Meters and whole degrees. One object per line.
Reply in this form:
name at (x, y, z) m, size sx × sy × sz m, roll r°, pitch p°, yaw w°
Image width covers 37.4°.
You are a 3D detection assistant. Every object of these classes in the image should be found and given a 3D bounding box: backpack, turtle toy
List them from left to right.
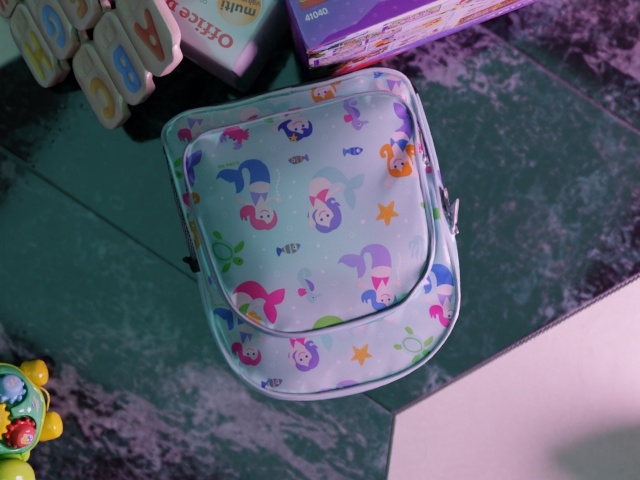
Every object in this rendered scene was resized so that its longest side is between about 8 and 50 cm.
turtle toy at (-0.279, 0.166, 0.824) m, size 0.095 × 0.066 × 0.130 m, roll -15°, pitch 91°, yaw 1°
backpack at (0.000, 0.000, 0.768) m, size 0.225 × 0.191 × 0.254 m, roll -12°, pitch 96°, yaw 0°

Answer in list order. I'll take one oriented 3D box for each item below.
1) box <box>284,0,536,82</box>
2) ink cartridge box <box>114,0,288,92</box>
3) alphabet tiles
box at (0.115, -0.210, 0.749) m, size 0.293 × 0.201 × 0.057 m, roll -21°, pitch 91°, yaw 0°
ink cartridge box at (-0.074, -0.234, 0.787) m, size 0.128 × 0.127 × 0.176 m, roll 32°, pitch 92°, yaw 0°
alphabet tiles at (-0.206, -0.230, 0.729) m, size 0.021 × 0.284 × 0.278 m, roll -30°, pitch 92°, yaw -34°
